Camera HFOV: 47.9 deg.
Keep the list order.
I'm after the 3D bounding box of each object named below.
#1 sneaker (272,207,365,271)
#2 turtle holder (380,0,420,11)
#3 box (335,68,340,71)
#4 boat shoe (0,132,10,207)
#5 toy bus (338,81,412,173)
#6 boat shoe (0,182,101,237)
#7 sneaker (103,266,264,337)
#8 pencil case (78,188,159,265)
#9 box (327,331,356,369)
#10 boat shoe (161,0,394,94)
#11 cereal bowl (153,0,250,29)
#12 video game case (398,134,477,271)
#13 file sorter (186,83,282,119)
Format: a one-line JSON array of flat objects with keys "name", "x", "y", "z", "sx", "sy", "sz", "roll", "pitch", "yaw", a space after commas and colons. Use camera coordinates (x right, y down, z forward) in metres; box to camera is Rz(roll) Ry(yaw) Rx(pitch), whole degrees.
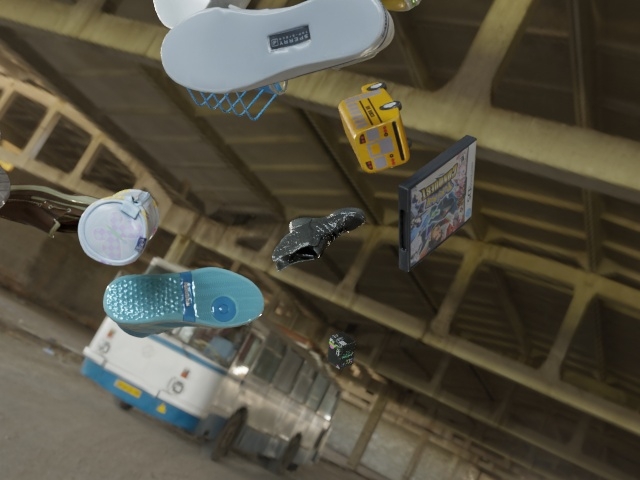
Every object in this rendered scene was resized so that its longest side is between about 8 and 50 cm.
[{"name": "sneaker", "x": 0.000, "y": -0.002, "z": 1.276, "sx": 0.170, "sy": 0.089, "sz": 0.051, "roll": -10, "pitch": -42, "yaw": 8}, {"name": "turtle holder", "x": 0.172, "y": -0.634, "z": 1.669, "sx": 0.243, "sy": 0.320, "sz": 0.227, "roll": 2, "pitch": -24, "yaw": 17}, {"name": "box", "x": 0.016, "y": -0.382, "z": 1.335, "sx": 0.114, "sy": 0.036, "sz": 0.207, "roll": 23, "pitch": -9, "yaw": -10}, {"name": "boat shoe", "x": -0.668, "y": -0.140, "z": 1.350, "sx": 0.123, "sy": 0.116, "sz": 0.324, "roll": 9, "pitch": 37, "yaw": -36}, {"name": "toy bus", "x": 0.124, "y": -0.270, "z": 1.672, "sx": 0.333, "sy": 0.130, "sz": 0.108, "roll": -104, "pitch": 175, "yaw": -64}, {"name": "boat shoe", "x": -0.584, "y": -0.056, "z": 1.553, "sx": 0.257, "sy": 0.095, "sz": 0.095, "roll": 4, "pitch": -40, "yaw": -33}, {"name": "sneaker", "x": -0.287, "y": 0.137, "z": 1.512, "sx": 0.318, "sy": 0.127, "sz": 0.208, "roll": 4, "pitch": -17, "yaw": -14}, {"name": "pencil case", "x": -0.356, "y": -0.031, "z": 1.298, "sx": 0.113, "sy": 0.124, "sz": 0.273, "roll": 20, "pitch": 2, "yaw": -10}, {"name": "box", "x": 0.060, "y": 0.316, "z": 2.062, "sx": 0.052, "sy": 0.083, "sz": 0.062, "roll": -14, "pitch": 33, "yaw": -35}, {"name": "boat shoe", "x": -0.059, "y": -0.306, "z": 1.125, "sx": 0.367, "sy": 0.136, "sz": 0.156, "roll": -8, "pitch": 2, "yaw": 20}, {"name": "cereal bowl", "x": -0.218, "y": -0.594, "z": 1.523, "sx": 0.141, "sy": 0.339, "sz": 0.339, "roll": 6, "pitch": 4, "yaw": -40}, {"name": "video game case", "x": 0.285, "y": -0.090, "z": 1.749, "sx": 0.035, "sy": 0.275, "sz": 0.248, "roll": 28, "pitch": -40, "yaw": 34}, {"name": "file sorter", "x": -0.188, "y": -0.331, "z": 1.484, "sx": 0.170, "sy": 0.104, "sz": 0.118, "roll": 21, "pitch": -27, "yaw": 34}]
